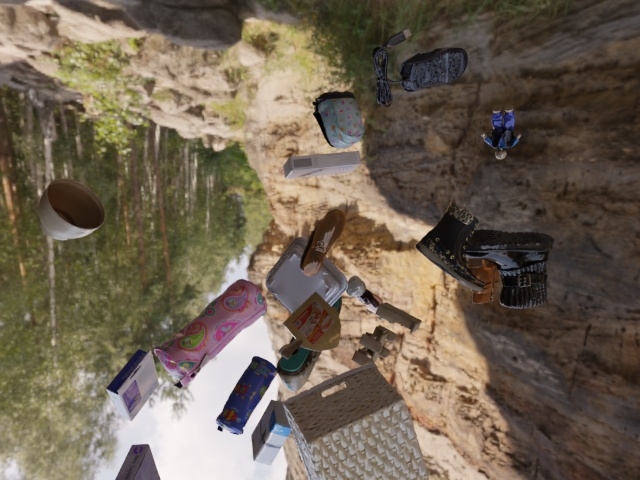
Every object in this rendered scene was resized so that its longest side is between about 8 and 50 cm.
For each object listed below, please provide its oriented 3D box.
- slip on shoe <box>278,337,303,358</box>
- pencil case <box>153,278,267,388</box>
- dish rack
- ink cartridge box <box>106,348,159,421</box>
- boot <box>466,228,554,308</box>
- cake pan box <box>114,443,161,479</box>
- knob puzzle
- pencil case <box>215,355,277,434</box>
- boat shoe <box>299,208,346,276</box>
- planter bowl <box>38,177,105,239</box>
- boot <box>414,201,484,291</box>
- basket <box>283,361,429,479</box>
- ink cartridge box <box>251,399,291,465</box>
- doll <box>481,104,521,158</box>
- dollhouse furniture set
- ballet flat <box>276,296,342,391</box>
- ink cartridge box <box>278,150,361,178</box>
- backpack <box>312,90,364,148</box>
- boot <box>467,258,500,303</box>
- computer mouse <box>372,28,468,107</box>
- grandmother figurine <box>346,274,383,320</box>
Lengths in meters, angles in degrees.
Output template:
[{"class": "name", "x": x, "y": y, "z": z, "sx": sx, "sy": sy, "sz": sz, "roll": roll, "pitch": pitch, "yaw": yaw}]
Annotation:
[{"class": "slip on shoe", "x": -0.089, "y": 0.358, "z": 1.674, "sx": 0.041, "sy": 0.051, "sz": 0.135, "roll": 39, "pitch": -167, "yaw": 18}, {"class": "pencil case", "x": -0.255, "y": 0.217, "z": 1.216, "sx": 0.124, "sy": 0.124, "sz": 0.284, "roll": 17, "pitch": -133, "yaw": 39}, {"class": "dish rack", "x": -0.074, "y": 0.175, "z": 2.004, "sx": 0.285, "sy": 0.333, "sz": 0.072, "roll": 45, "pitch": -142, "yaw": 7}, {"class": "ink cartridge box", "x": -0.633, "y": 0.484, "z": 1.723, "sx": 0.065, "sy": 0.333, "sz": 0.165, "roll": 28, "pitch": -127, "yaw": 8}, {"class": "boot", "x": 0.637, "y": 0.107, "z": 1.782, "sx": 0.347, "sy": 0.260, "sz": 0.131, "roll": 3, "pitch": -157, "yaw": 3}, {"class": "cake pan box", "x": -0.569, "y": 0.808, "z": 1.564, "sx": 0.070, "sy": 0.246, "sz": 0.267, "roll": -1, "pitch": -152, "yaw": 5}, {"class": "knob puzzle", "x": -0.011, "y": 0.308, "z": 1.799, "sx": 0.213, "sy": 0.213, "sz": 0.030, "roll": -5, "pitch": 164, "yaw": -20}, {"class": "pencil case", "x": -0.282, "y": 0.603, "z": 1.960, "sx": 0.119, "sy": 0.133, "sz": 0.306, "roll": 9, "pitch": -128, "yaw": 31}, {"class": "boat shoe", "x": 0.000, "y": 0.000, "z": 1.432, "sx": 0.073, "sy": 0.207, "sz": 0.073, "roll": 29, "pitch": -172, "yaw": -15}, {"class": "planter bowl", "x": -0.677, "y": -0.068, "z": 1.352, "sx": 0.109, "sy": 0.162, "sz": 0.162, "roll": -36, "pitch": -176, "yaw": 24}, {"class": "boot", "x": 0.413, "y": 0.020, "z": 1.460, "sx": 0.236, "sy": 0.179, "sz": 0.085, "roll": 35, "pitch": -174, "yaw": -4}, {"class": "basket", "x": 0.106, "y": 0.608, "z": 1.522, "sx": 0.328, "sy": 0.332, "sz": 0.266, "roll": -20, "pitch": -166, "yaw": -12}, {"class": "ink cartridge box", "x": -0.188, "y": 0.733, "z": 1.941, "sx": 0.082, "sy": 0.191, "sz": 0.140, "roll": 24, "pitch": -165, "yaw": -20}, {"class": "doll", "x": 0.610, "y": -0.362, "z": 1.717, "sx": 0.129, "sy": 0.189, "sz": 0.046, "roll": 2, "pitch": -140, "yaw": 21}, {"class": "dollhouse furniture set", "x": 0.267, "y": 0.390, "z": 1.994, "sx": 0.161, "sy": 0.242, "sz": 0.212, "roll": 26, "pitch": -170, "yaw": 21}, {"class": "ballet flat", "x": -0.038, "y": 0.418, "z": 2.115, "sx": 0.163, "sy": 0.182, "sz": 0.483, "roll": 10, "pitch": -137, "yaw": 22}, {"class": "ink cartridge box", "x": -0.010, "y": -0.304, "z": 2.137, "sx": 0.296, "sy": 0.066, "sz": 0.261, "roll": -7, "pitch": 176, "yaw": -16}, {"class": "backpack", "x": 0.068, "y": -0.394, "z": 1.665, "sx": 0.151, "sy": 0.182, "sz": 0.115, "roll": -11, "pitch": 173, "yaw": -23}, {"class": "boot", "x": 0.682, "y": 0.128, "z": 1.988, "sx": 0.283, "sy": 0.220, "sz": 0.109, "roll": -5, "pitch": -178, "yaw": -40}, {"class": "computer mouse", "x": 0.250, "y": -0.474, "z": 1.319, "sx": 0.261, "sy": 0.184, "sz": 0.060, "roll": -22, "pitch": -135, "yaw": 0}, {"class": "grandmother figurine", "x": 0.200, "y": 0.249, "z": 2.270, "sx": 0.207, "sy": 0.104, "sz": 0.342, "roll": 20, "pitch": 164, "yaw": 32}]
